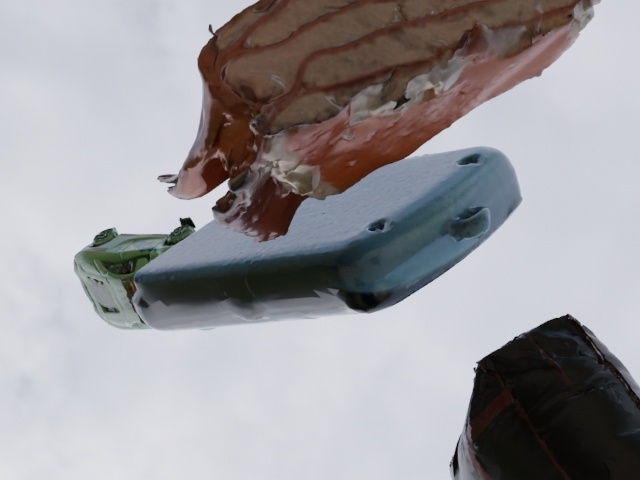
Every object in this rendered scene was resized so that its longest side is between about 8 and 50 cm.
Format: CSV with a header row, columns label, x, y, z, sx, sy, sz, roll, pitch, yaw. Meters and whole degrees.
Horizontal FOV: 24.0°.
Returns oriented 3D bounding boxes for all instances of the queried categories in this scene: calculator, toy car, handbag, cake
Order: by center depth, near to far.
label,x,y,z,sx,sy,sz,roll,pitch,yaw
cake,0.037,-0.105,0.796,0.287,0.135,0.098,-37,-112,-1
calculator,0.000,0.000,0.976,0.293,0.173,0.051,-8,-69,48
handbag,0.188,0.176,1.195,0.155,0.215,0.169,-28,-117,-21
toy car,-0.138,0.035,1.231,0.186,0.058,0.093,-2,-62,47
